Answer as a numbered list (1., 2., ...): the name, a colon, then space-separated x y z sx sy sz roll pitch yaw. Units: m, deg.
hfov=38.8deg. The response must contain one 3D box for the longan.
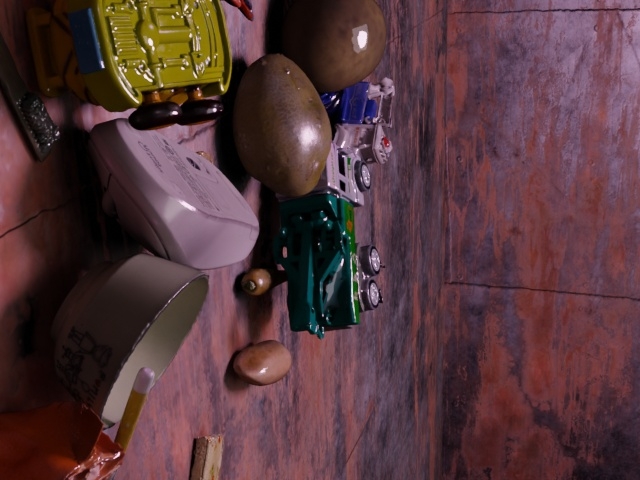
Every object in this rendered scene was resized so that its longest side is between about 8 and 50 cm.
1. longan: 0.024 -0.368 1.640 0.220 0.197 0.196 -36 128 -61

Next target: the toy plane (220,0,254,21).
1. toy plane: -0.142 -0.378 1.337 0.189 0.061 0.130 62 36 -66

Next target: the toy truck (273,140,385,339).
1. toy truck: 0.003 0.000 1.619 0.178 0.177 0.363 36 49 -61

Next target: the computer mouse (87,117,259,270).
1. computer mouse: -0.192 -0.044 1.124 0.184 0.121 0.297 54 13 15

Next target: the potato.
1. potato: -0.065 -0.186 1.481 0.178 0.160 0.235 145 -64 -82

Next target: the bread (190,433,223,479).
1. bread: -0.184 0.385 1.443 0.068 0.028 0.153 25 73 -73

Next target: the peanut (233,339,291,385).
1. peanut: -0.101 0.215 1.579 0.152 0.076 0.076 -5 99 -68

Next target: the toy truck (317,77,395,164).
1. toy truck: 0.061 -0.219 1.809 0.161 0.177 0.213 55 42 -65

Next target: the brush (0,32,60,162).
1. brush: -0.308 -0.161 0.928 0.034 0.028 0.190 -71 156 -43

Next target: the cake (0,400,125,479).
1. cake: -0.320 0.290 0.930 0.287 0.135 0.098 -61 162 -10

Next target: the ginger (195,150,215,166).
1. ginger: -0.173 -0.044 1.319 0.096 0.067 0.165 -43 121 -65

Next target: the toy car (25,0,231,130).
1. toy car: -0.212 -0.220 1.023 0.248 0.143 0.200 -19 102 -62

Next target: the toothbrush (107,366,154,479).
1. toothbrush: -0.236 0.245 1.069 0.024 0.021 0.288 -80 -168 -54

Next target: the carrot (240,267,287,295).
1. carrot: -0.088 0.069 1.639 0.254 0.049 0.049 -5 99 -76

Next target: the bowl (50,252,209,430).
1. bowl: -0.229 0.099 1.035 0.211 0.112 0.211 -58 174 -10
